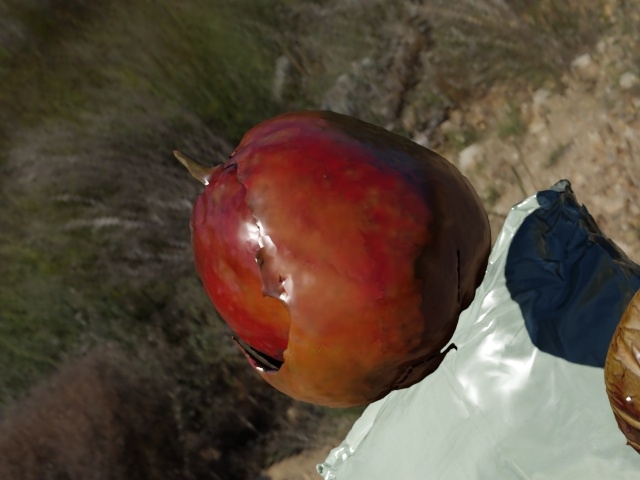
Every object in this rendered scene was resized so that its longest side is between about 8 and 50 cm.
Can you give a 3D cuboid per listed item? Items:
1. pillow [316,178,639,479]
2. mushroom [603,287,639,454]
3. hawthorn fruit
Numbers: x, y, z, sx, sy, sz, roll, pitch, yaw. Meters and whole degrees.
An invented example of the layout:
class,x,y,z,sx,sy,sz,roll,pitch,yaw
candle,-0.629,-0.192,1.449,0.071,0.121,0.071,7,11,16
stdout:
class,x,y,z,sx,sy,sz,roll,pitch,yaw
pillow,0.155,0.163,0.883,0.283,0.138,0.310,47,124,17
mushroom,0.163,0.046,0.497,0.109,0.126,0.085,-51,30,-1
hawthorn fruit,0.000,0.000,0.690,0.148,0.172,0.148,-52,5,7
